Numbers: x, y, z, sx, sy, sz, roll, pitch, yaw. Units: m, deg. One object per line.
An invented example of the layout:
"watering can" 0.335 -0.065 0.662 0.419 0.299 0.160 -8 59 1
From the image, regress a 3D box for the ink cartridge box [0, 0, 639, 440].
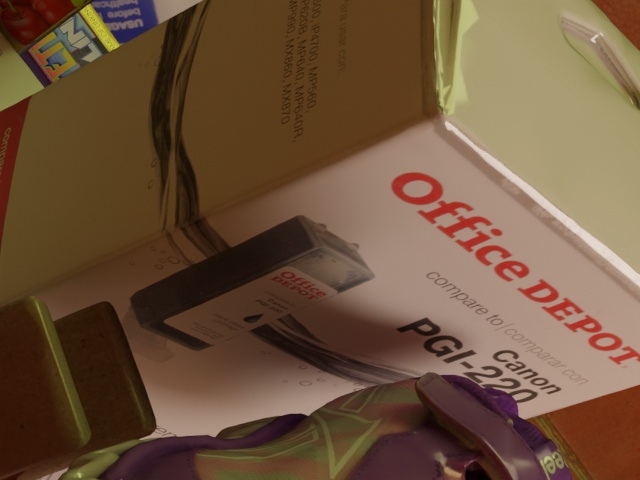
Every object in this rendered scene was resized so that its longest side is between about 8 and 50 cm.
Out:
"ink cartridge box" 0.000 0.000 0.515 0.158 0.218 0.092 34 45 -39

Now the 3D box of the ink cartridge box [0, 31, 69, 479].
"ink cartridge box" -0.149 0.022 0.551 0.275 0.060 0.239 53 32 -14

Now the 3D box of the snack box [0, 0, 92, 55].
"snack box" -0.172 -0.151 0.658 0.174 0.207 0.070 54 50 -12

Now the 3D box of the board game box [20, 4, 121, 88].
"board game box" -0.158 -0.096 0.813 0.170 0.048 0.141 54 -24 -4

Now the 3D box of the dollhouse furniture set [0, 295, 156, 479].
"dollhouse furniture set" -0.147 0.036 0.344 0.262 0.135 0.259 22 46 -77

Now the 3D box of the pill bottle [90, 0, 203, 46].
"pill bottle" -0.110 -0.186 0.850 0.272 0.152 0.152 81 -14 -45

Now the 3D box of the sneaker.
"sneaker" 0.011 0.077 0.395 0.236 0.104 0.095 -8 78 -79
